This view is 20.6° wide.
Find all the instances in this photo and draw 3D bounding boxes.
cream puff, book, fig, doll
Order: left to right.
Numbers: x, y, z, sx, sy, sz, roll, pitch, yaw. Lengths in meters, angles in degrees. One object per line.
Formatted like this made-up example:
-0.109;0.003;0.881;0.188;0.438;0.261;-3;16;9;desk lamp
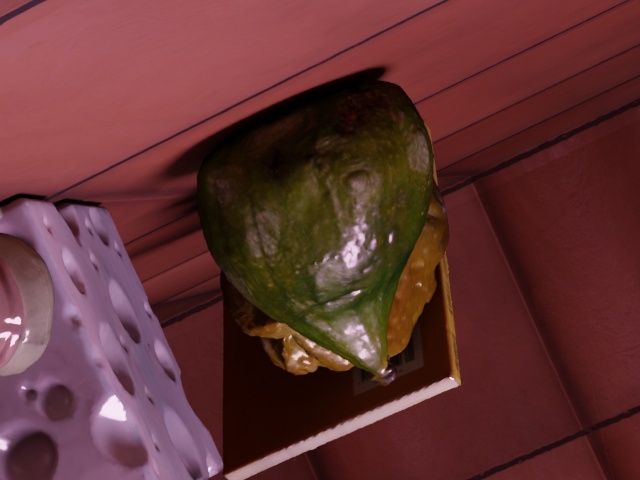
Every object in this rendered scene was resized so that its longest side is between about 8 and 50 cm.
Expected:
-0.250;0.046;1.058;0.113;0.154;0.275;15;-168;21;doll
0.011;0.055;1.811;0.263;0.028;0.374;-26;-141;21;book
0.012;0.008;1.635;0.196;0.244;0.244;-14;-179;22;cream puff
0.014;0.008;1.400;0.203;0.235;0.203;-21;180;0;fig

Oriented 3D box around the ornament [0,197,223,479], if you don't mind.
-0.245;0.125;1.322;0.240;0.239;0.239;-25;177;7;ornament
